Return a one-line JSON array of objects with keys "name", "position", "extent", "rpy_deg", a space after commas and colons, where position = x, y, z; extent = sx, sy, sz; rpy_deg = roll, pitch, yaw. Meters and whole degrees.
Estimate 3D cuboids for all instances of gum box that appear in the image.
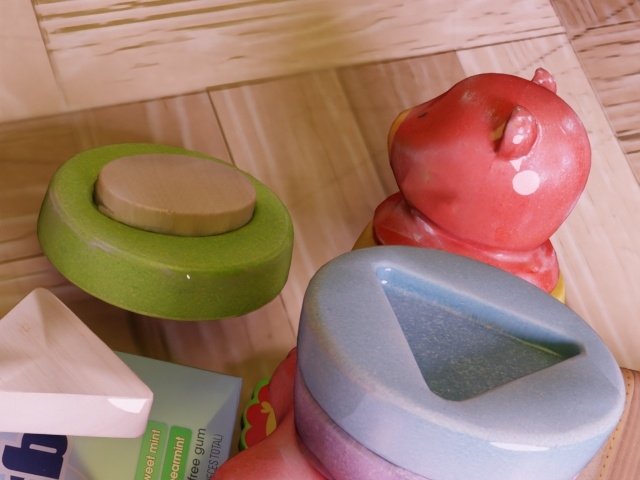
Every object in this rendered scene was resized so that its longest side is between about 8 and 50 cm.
[{"name": "gum box", "position": [-0.141, 0.121, 0.600], "extent": [0.184, 0.041, 0.157], "rpy_deg": [14, 61, -8]}]

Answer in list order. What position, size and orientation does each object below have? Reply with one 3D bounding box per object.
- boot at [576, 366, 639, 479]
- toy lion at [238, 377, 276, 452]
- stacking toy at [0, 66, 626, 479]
[{"name": "boot", "position": [0.185, 0.195, 0.630], "extent": [0.207, 0.090, 0.248], "rpy_deg": [25, 67, -10]}, {"name": "toy lion", "position": [0.011, 0.096, 0.665], "extent": [0.096, 0.034, 0.100], "rpy_deg": [32, 59, 10]}, {"name": "stacking toy", "position": [0.000, 0.000, 0.580], "extent": [0.280, 0.130, 0.309], "rpy_deg": [16, 28, -1]}]
